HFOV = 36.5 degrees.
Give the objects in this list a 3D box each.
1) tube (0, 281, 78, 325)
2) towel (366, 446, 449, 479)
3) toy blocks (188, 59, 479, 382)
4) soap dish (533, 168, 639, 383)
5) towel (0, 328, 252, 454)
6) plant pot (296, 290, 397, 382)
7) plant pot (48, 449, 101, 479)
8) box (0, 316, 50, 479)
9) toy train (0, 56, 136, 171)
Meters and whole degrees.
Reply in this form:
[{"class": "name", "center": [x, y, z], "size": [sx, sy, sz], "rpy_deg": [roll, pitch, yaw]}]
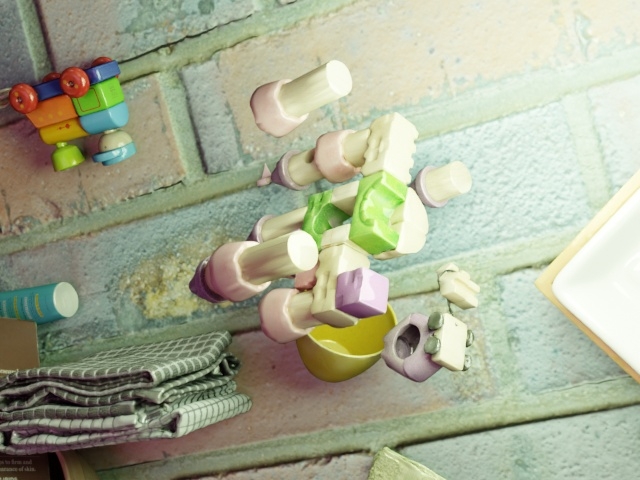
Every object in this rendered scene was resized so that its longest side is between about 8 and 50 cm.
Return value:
[{"class": "tube", "center": [-0.461, 0.106, 1.466], "size": [0.207, 0.052, 0.080], "rpy_deg": [-13, 85, 27]}, {"class": "towel", "center": [0.101, 0.358, 1.289], "size": [0.110, 0.027, 0.148], "rpy_deg": [24, 104, 18]}, {"class": "toy blocks", "center": [0.000, 0.000, 1.173], "size": [0.260, 0.309, 0.289], "rpy_deg": [-19, 50, 44]}, {"class": "soap dish", "center": [0.422, 0.020, 1.081], "size": [0.229, 0.118, 0.291], "rpy_deg": [44, 109, 11]}, {"class": "towel", "center": [-0.264, 0.202, 1.301], "size": [0.283, 0.235, 0.121], "rpy_deg": [-10, 87, 21]}, {"class": "plant pot", "center": [0.021, 0.128, 1.250], "size": [0.134, 0.134, 0.095], "rpy_deg": [33, 132, 14]}, {"class": "plant pot", "center": [-0.387, 0.395, 1.413], "size": [0.237, 0.109, 0.238], "rpy_deg": [-11, 74, 41]}, {"class": "box", "center": [-0.486, 0.313, 1.356], "size": [0.191, 0.143, 0.382], "rpy_deg": [-32, 58, 34]}, {"class": "toy train", "center": [-0.385, -0.162, 1.383], "size": [0.248, 0.105, 0.143], "rpy_deg": [-12, 105, 22]}]
